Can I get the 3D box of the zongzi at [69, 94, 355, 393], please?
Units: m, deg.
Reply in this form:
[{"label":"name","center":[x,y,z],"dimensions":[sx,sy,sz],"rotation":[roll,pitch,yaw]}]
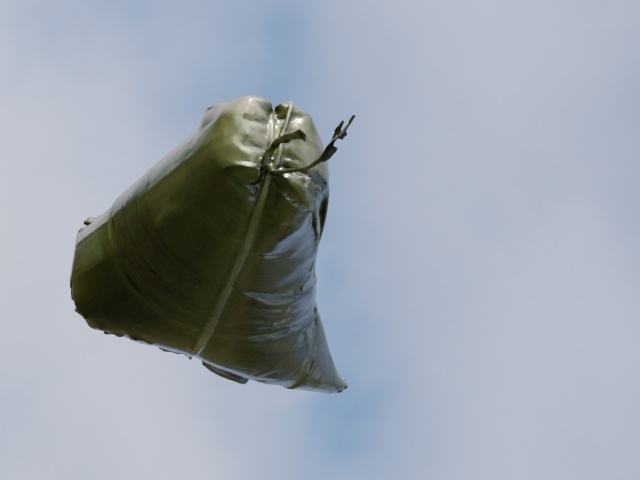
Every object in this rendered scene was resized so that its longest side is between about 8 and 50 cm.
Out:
[{"label":"zongzi","center":[0.000,0.000,0.651],"dimensions":[0.130,0.062,0.154],"rotation":[27,-45,-26]}]
